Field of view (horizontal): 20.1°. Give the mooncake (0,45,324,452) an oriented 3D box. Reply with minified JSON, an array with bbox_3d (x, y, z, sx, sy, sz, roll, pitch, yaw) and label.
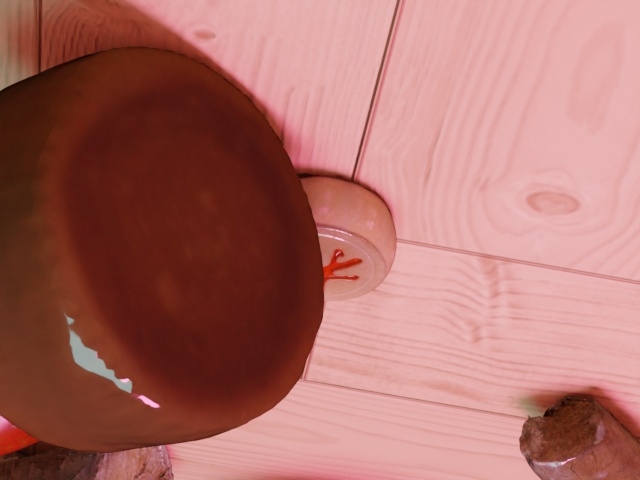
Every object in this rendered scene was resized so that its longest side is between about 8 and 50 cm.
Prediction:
[{"bbox_3d":[-0.141,0.010,1.287,0.155,0.284,0.284,-15,139,39],"label":"mooncake"}]

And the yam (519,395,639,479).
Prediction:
[{"bbox_3d":[0.281,0.232,1.682,0.093,0.093,0.259,-17,137,32],"label":"yam"}]

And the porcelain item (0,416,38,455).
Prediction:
[{"bbox_3d":[-0.295,0.096,1.482,0.253,0.253,0.253,6,145,4],"label":"porcelain item"}]

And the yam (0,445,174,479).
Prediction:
[{"bbox_3d":[-0.268,0.270,1.806,0.254,0.154,0.154,-15,139,28],"label":"yam"}]

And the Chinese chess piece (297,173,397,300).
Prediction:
[{"bbox_3d":[0.000,0.000,1.439,0.122,0.051,0.122,5,145,4],"label":"Chinese chess piece"}]
